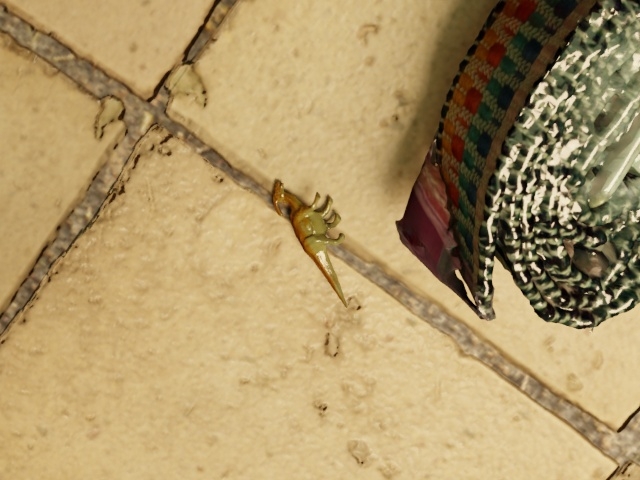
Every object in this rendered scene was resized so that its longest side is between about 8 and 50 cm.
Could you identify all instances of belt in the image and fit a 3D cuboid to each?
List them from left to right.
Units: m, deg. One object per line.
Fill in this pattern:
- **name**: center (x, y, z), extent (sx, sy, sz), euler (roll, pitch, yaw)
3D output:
- **belt**: center (0.203, -0.083, 1.185), extent (0.207, 0.160, 0.295), euler (19, 108, -22)

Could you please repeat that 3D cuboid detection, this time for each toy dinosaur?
- **toy dinosaur**: center (0.002, -0.003, 1.276), extent (0.041, 0.026, 0.113), euler (-34, 93, 17)
